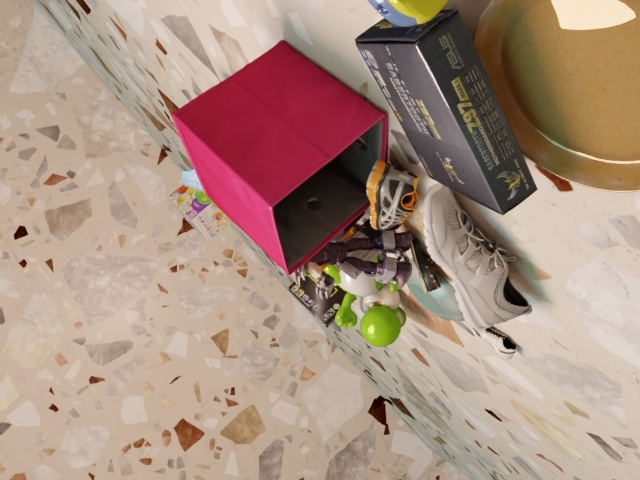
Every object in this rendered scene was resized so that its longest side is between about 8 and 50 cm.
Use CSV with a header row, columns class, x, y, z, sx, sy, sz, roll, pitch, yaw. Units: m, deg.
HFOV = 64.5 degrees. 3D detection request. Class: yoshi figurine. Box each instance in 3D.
class,x,y,z,sx,sy,sz,roll,pitch,yaw
yoshi figurine,0.122,0.147,1.351,0.362,0.203,0.204,51,159,-27

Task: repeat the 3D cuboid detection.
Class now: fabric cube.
class,x,y,z,sx,sy,sz,roll,pitch,yaw
fabric cube,-0.062,-0.146,0.923,0.258,0.259,0.254,42,162,23

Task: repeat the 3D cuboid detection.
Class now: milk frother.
class,x,y,z,sx,sy,sz,roll,pitch,yaw
milk frother,0.117,0.040,1.170,0.143,0.135,0.129,46,167,5

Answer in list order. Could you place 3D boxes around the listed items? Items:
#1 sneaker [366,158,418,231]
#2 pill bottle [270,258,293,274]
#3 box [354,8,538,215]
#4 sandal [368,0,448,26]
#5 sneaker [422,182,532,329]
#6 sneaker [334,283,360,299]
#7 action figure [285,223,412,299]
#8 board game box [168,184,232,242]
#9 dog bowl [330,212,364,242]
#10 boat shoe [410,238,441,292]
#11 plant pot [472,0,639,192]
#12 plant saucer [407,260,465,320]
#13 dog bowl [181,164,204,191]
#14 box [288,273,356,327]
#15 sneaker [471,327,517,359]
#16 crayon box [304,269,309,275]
class,x,y,z,sx,sy,sz,roll,pitch,yaw
sneaker,0.139,-0.068,0.935,0.083,0.084,0.215,15,164,18
pill bottle,-0.107,-0.001,1.670,0.160,0.160,0.283,41,165,24
box,0.146,-0.156,0.614,0.232,0.059,0.183,53,179,-27
sandal,0.020,-0.342,0.461,0.317,0.126,0.138,59,168,-11
sneaker,0.261,0.019,0.837,0.115,0.105,0.281,-16,118,36
sneaker,0.088,0.135,1.615,0.126,0.091,0.240,53,164,-26
action figure,0.044,0.030,1.038,0.285,0.185,0.099,6,161,-11
board game box,-0.320,-0.156,1.639,0.142,0.275,0.144,40,165,29
dog bowl,-0.022,-0.119,1.207,0.265,0.104,0.265,44,166,14
boat shoe,0.223,0.051,1.089,0.049,0.042,0.133,-85,-27,-67
plant pot,0.249,-0.146,0.479,0.236,0.032,0.236,43,166,13
plant saucer,0.261,0.130,1.198,0.195,0.037,0.195,44,165,15
dog bowl,-0.311,-0.261,1.456,0.074,0.166,0.297,30,134,12
box,0.019,0.166,1.714,0.191,0.184,0.045,43,167,22
sneaker,0.373,0.205,1.085,0.109,0.040,0.043,39,148,17
crayon box,-0.083,-0.024,1.212,0.165,0.081,0.278,53,172,-15
